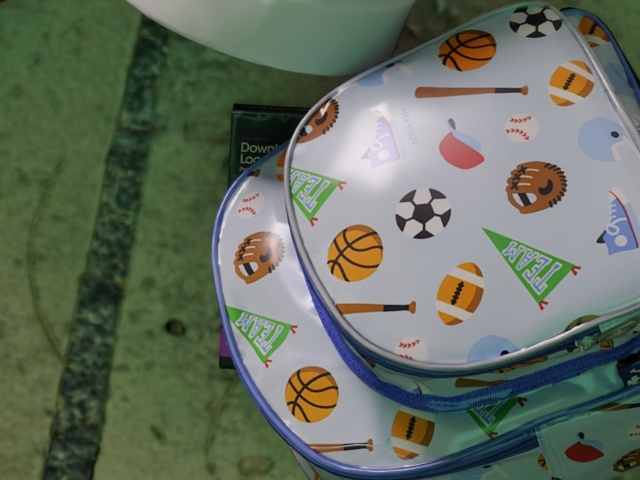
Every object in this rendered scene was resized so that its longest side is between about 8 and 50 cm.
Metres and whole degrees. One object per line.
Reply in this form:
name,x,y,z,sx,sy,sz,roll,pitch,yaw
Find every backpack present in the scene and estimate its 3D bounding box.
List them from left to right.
backpack,0.079,0.023,1.045,0.263,0.276,0.213,-28,146,7

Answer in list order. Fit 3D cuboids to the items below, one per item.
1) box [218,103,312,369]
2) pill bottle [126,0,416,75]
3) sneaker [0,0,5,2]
box,0.000,0.000,1.188,0.116,0.029,0.162,3,106,-4
pill bottle,0.018,-0.284,1.009,0.210,0.210,0.363,17,115,-6
sneaker,-0.184,-0.271,1.045,0.121,0.112,0.299,8,95,-7
